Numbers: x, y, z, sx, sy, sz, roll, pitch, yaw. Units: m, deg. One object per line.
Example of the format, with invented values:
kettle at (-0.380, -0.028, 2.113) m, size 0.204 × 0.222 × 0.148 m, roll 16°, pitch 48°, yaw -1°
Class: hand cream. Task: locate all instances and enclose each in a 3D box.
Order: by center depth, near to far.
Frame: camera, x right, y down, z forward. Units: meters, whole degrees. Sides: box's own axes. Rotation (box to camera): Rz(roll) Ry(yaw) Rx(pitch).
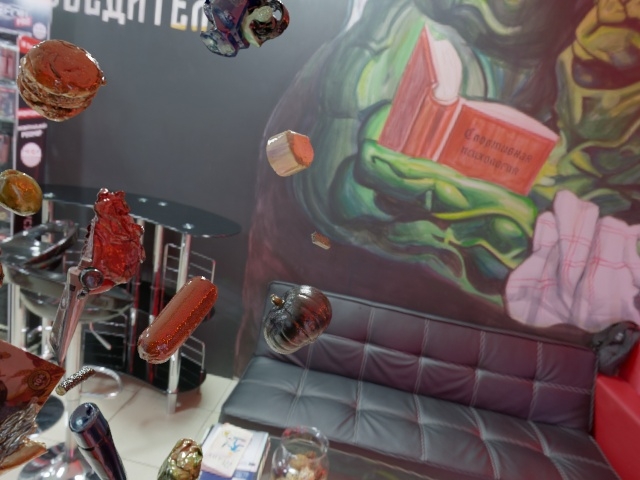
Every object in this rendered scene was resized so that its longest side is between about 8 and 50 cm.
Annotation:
hand cream at (-0.452, 0.469, 0.873) m, size 0.061 × 0.271 × 0.120 m, roll -22°, pitch 28°, yaw -27°
hand cream at (-0.768, 0.212, 1.267) m, size 0.124 × 0.341 × 0.077 m, roll 28°, pitch 11°, yaw 37°

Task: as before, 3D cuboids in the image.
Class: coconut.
coconut at (-0.091, -0.235, 1.119) m, size 0.122 × 0.116 × 0.116 m, roll -12°, pitch -1°, yaw 33°

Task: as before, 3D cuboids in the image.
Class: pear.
pear at (-0.805, -0.125, 1.094) m, size 0.107 × 0.131 × 0.107 m, roll 9°, pitch 42°, yaw -9°

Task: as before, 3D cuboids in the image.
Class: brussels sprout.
brussels sprout at (-0.458, 0.752, 1.335) m, size 0.131 × 0.146 × 0.183 m, roll 17°, pitch 14°, yaw -11°

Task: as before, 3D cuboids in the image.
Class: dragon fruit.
dragon fruit at (-0.714, 0.005, 1.474) m, size 0.227 × 0.329 × 0.286 m, roll 12°, pitch 20°, yaw -33°

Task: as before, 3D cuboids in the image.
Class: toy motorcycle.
toy motorcycle at (-0.210, -0.545, 0.935) m, size 0.331 × 0.196 × 0.125 m, roll 58°, pitch 3°, yaw 20°

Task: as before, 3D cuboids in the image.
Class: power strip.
power strip at (0.000, 0.000, 1.041) m, size 0.017 × 0.027 × 0.083 m, roll -26°, pitch -26°, yaw 23°

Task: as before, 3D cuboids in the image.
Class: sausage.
sausage at (-0.282, 0.157, 0.820) m, size 0.076 × 0.076 × 0.198 m, roll 16°, pitch 51°, yaw 23°

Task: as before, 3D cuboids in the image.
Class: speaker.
speaker at (-0.671, 0.126, 1.196) m, size 0.060 × 0.095 × 0.075 m, roll 9°, pitch 0°, yaw -37°

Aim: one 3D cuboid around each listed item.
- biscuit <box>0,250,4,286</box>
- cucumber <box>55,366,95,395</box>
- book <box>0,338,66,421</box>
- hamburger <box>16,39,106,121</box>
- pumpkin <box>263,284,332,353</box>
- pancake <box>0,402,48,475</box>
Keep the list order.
biscuit at (-0.947, 0.051, 1.068) m, size 0.333 × 0.290 × 0.081 m, roll -10°, pitch 5°, yaw 21°
cucumber at (-1.067, 0.609, 1.787) m, size 0.058 × 0.058 × 0.187 m, roll 12°, pitch 9°, yaw 7°
book at (-1.059, 0.433, 1.227) m, size 0.428 × 0.300 × 0.039 m, roll 39°, pitch -30°, yaw -25°
hamburger at (-0.885, -0.557, 1.414) m, size 0.260 × 0.245 × 0.211 m, roll -5°, pitch -14°, yaw -39°
pumpkin at (-0.086, 0.257, 1.373) m, size 0.216 × 0.250 × 0.250 m, roll 41°, pitch 10°, yaw -9°
pancake at (-0.728, 0.481, 0.923) m, size 0.212 × 0.056 × 0.257 m, roll -41°, pitch 24°, yaw -27°
